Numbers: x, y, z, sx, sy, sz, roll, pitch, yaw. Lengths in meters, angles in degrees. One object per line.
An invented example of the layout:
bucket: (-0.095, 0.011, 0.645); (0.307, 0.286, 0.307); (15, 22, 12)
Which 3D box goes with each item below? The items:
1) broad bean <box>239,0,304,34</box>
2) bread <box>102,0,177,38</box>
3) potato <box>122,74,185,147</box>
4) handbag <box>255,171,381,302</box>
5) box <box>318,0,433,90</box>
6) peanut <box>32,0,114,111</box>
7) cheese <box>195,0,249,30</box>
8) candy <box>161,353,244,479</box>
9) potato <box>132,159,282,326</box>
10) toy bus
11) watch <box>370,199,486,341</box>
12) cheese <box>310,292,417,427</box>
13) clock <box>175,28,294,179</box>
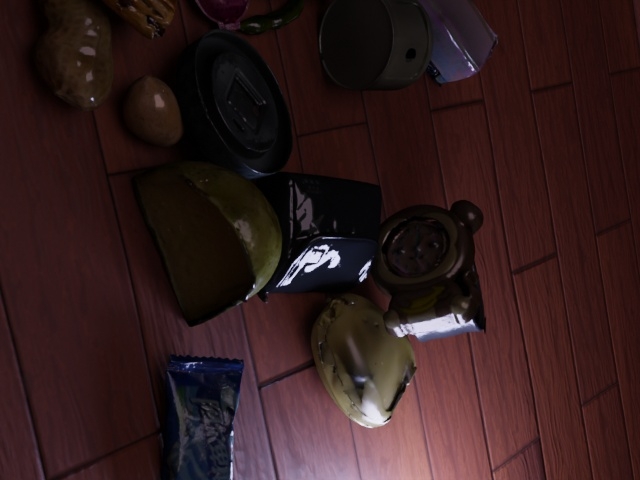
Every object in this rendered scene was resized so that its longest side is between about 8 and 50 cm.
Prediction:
broad bean: (-0.095, -0.494, 2.015); (0.069, 0.039, 0.227); (41, 49, 4)
bread: (-0.350, -0.465, 1.635); (0.099, 0.235, 0.210); (-45, 125, 6)
potato: (-0.314, -0.241, 1.741); (0.112, 0.112, 0.147); (-57, 130, -31)
handbag: (0.002, -0.001, 1.983); (0.302, 0.178, 0.275); (5, 84, -45)
box: (0.127, -0.455, 2.100); (0.149, 0.226, 0.226); (-10, 94, -45)
peanut: (-0.433, -0.352, 1.614); (0.137, 0.122, 0.253); (-1, 85, -17)
cheese: (-0.214, -0.550, 1.885); (0.155, 0.062, 0.244); (-23, 102, -44)
candy: (-0.233, 0.387, 1.799); (0.187, 0.077, 0.331); (7, 85, -42)
potato: (-0.163, -0.023, 1.754); (0.213, 0.280, 0.330); (-32, 108, -39)
toy bus: (0.284, -0.578, 2.311); (0.386, 0.162, 0.171); (44, 60, -33)
watch: (0.271, 0.106, 2.167); (0.327, 0.314, 0.335); (50, 30, -53)
cheese: (0.089, 0.257, 2.099); (0.316, 0.128, 0.259); (54, 44, -34)
clock: (-0.167, -0.268, 1.844); (0.312, 0.061, 0.312); (36, 44, -45)
